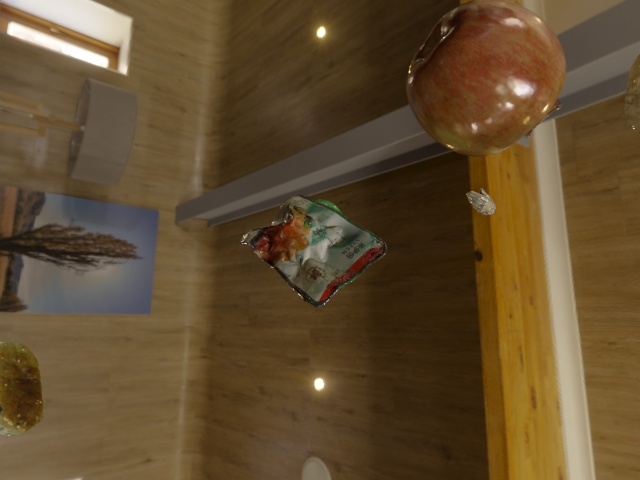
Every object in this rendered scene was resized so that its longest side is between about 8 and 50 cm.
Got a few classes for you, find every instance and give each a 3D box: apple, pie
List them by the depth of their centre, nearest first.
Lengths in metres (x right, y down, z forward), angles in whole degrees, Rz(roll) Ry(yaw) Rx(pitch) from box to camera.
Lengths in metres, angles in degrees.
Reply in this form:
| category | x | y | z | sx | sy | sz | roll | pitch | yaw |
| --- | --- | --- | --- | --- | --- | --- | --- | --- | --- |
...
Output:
| category | x | y | z | sx | sy | sz | roll | pitch | yaw |
| --- | --- | --- | --- | --- | --- | --- | --- | --- | --- |
| pie | -0.273 | 0.130 | 0.363 | 0.084 | 0.020 | 0.084 | 160 | -90 | -83 |
| apple | 0.213 | -0.215 | 0.551 | 0.188 | 0.174 | 0.188 | -54 | -164 | 23 |

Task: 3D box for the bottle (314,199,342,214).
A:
| category | x | y | z | sx | sy | sz | roll | pitch | yaw |
| --- | --- | --- | --- | --- | --- | --- | --- | --- | --- |
| bottle | 0.000 | 0.000 | 0.926 | 0.330 | 0.093 | 0.093 | 93 | -5 | -76 |

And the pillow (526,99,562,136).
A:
| category | x | y | z | sx | sy | sz | roll | pitch | yaw |
| --- | --- | --- | --- | --- | --- | --- | --- | --- | --- |
| pillow | 0.481 | -0.316 | 0.940 | 0.118 | 0.185 | 0.043 | 54 | -29 | 3 |

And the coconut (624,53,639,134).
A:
| category | x | y | z | sx | sy | sz | roll | pitch | yaw |
| --- | --- | --- | --- | --- | --- | --- | --- | --- | --- |
| coconut | 0.700 | -0.297 | 0.772 | 0.202 | 0.202 | 0.222 | -14 | -149 | 51 |

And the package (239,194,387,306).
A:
| category | x | y | z | sx | sy | sz | roll | pitch | yaw |
| --- | --- | --- | --- | --- | --- | --- | --- | --- | --- |
| package | -0.022 | -0.001 | 0.682 | 0.232 | 0.166 | 0.040 | 35 | -27 | 38 |

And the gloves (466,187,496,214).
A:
| category | x | y | z | sx | sy | sz | roll | pitch | yaw |
| --- | --- | --- | --- | --- | --- | --- | --- | --- | --- |
| gloves | 0.338 | -0.079 | 0.845 | 0.044 | 0.081 | 0.037 | -64 | -174 | 4 |
